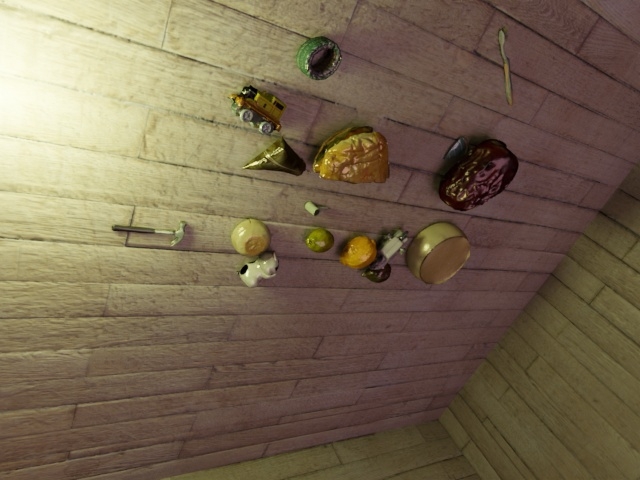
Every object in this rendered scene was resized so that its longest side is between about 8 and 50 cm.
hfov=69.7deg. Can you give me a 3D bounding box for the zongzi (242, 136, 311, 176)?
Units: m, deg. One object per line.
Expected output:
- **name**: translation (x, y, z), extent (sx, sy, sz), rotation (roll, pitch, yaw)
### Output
- **zongzi**: translation (-0.159, -0.267, 1.678), extent (0.184, 0.084, 0.187), rotation (-31, 142, 15)

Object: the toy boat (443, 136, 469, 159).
- **toy boat**: translation (0.606, -0.405, 2.052), extent (0.122, 0.034, 0.096), rotation (-29, 130, -5)

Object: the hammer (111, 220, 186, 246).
- **hammer**: translation (-0.608, -0.030, 1.630), extent (0.247, 0.029, 0.103), rotation (3, 123, -32)

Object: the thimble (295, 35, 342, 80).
- **thimble**: translation (-0.006, -0.589, 1.482), extent (0.135, 0.090, 0.118), rotation (-39, 136, 1)

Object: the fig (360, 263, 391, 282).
- **fig**: translation (0.273, 0.157, 2.276), extent (0.155, 0.103, 0.109), rotation (-2, 90, -17)

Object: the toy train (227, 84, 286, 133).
- **toy train**: translation (-0.202, -0.432, 1.502), extent (0.219, 0.089, 0.127), rotation (26, 100, -42)

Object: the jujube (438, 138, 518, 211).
- **jujube**: translation (0.715, -0.291, 2.069), extent (0.376, 0.258, 0.258), rotation (-47, 135, 6)

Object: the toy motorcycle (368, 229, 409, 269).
- **toy motorcycle**: translation (0.317, 0.052, 2.201), extent (0.260, 0.110, 0.171), rotation (-43, 176, -18)

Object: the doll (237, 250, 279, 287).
- **doll**: translation (-0.249, 0.121, 1.918), extent (0.181, 0.110, 0.106), rotation (-31, 97, -3)

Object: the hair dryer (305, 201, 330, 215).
- **hair dryer**: translation (-0.002, -0.129, 1.900), extent (0.124, 0.063, 0.037), rotation (-2, 125, -46)

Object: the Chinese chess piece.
- **Chinese chess piece**: translation (0.610, 0.068, 2.377), extent (0.338, 0.140, 0.337), rotation (-16, 131, -19)

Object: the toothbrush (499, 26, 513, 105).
- **toothbrush**: translation (0.775, -0.708, 1.906), extent (0.037, 0.028, 0.375), rotation (-40, 136, -7)

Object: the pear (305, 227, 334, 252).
- **pear**: translation (0.000, 0.000, 1.975), extent (0.132, 0.107, 0.107), rotation (-10, 131, -36)

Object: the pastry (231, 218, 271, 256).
- **pastry**: translation (-0.271, -0.008, 1.809), extent (0.157, 0.092, 0.156), rotation (-16, 126, -24)

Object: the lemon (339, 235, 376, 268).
- **lemon**: translation (0.173, 0.058, 2.099), extent (0.187, 0.142, 0.142), rotation (-30, 136, 3)

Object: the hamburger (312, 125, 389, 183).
- **hamburger**: translation (0.140, -0.335, 1.736), extent (0.330, 0.162, 0.208), rotation (0, 123, -29)
